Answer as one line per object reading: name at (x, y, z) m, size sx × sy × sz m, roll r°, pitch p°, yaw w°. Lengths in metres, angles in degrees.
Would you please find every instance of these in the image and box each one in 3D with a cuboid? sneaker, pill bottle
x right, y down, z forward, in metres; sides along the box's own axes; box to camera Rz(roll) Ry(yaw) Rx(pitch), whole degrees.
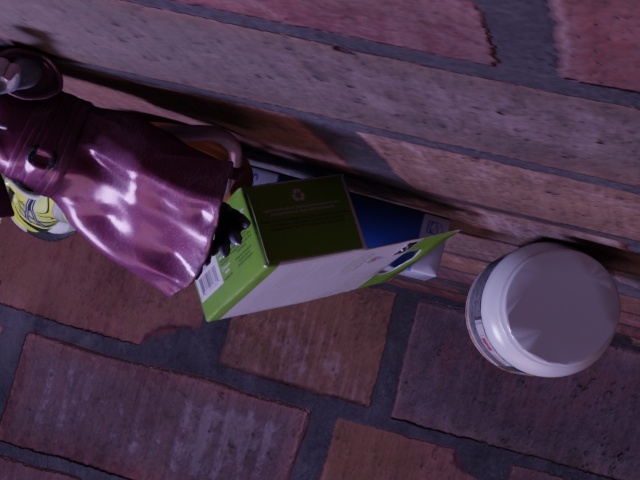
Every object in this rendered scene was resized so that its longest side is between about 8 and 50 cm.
sneaker at (-0.400, -0.090, 2.156) m, size 0.147 × 0.145 × 0.385 m, roll 32°, pitch 162°, yaw -25°
pill bottle at (0.266, 0.084, 1.720) m, size 0.162 × 0.162 × 0.278 m, roll 15°, pitch 176°, yaw 1°

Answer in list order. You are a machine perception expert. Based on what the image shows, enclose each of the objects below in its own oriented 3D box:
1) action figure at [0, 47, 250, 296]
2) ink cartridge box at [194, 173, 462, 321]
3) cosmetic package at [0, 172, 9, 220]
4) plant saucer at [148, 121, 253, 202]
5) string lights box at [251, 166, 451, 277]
action figure at (-0.239, -0.101, 1.354) m, size 0.370 × 0.248 × 0.275 m, roll 28°, pitch -144°, yaw -11°
ink cartridge box at (0.000, 0.000, 1.638) m, size 0.255 × 0.097 × 0.189 m, roll -11°, pitch 164°, yaw -30°
cosmetic package at (-0.660, -0.135, 2.168) m, size 0.197 × 0.155 × 0.365 m, roll 8°, pitch 172°, yaw 37°
plant saucer at (-0.175, -0.061, 1.584) m, size 0.200 × 0.037 × 0.200 m, roll 2°, pitch 150°, yaw 1°
string lights box at (0.022, -0.018, 1.799) m, size 0.260 × 0.076 × 0.133 m, roll 15°, pitch 176°, yaw -2°
